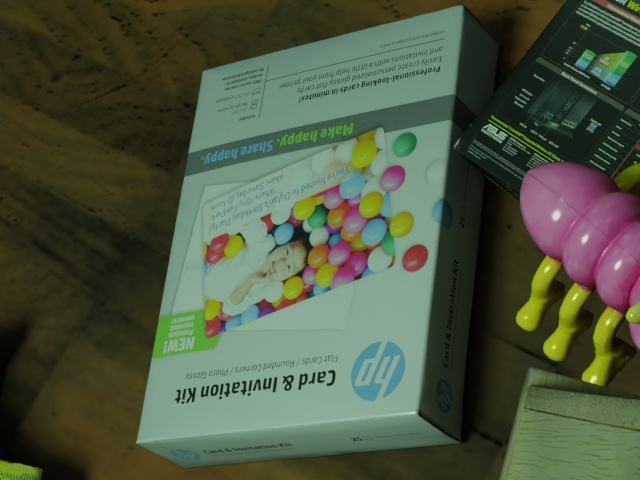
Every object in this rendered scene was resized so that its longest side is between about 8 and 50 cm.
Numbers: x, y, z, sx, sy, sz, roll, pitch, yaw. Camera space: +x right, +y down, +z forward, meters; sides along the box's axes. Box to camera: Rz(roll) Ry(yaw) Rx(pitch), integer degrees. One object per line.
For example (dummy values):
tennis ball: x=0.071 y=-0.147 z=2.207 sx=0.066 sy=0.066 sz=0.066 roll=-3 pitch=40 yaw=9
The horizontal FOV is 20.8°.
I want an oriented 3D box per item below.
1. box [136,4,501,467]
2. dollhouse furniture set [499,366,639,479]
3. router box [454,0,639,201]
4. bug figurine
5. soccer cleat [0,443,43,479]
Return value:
box: x=0.000 y=0.000 z=0.749 sx=0.145 sy=0.038 sz=0.186 roll=-10 pitch=61 yaw=35
dollhouse furniture set: x=0.169 y=0.116 z=0.444 sx=0.242 sy=0.161 sz=0.212 roll=16 pitch=86 yaw=-3
router box: x=0.123 y=-0.040 z=0.674 sx=0.092 sy=0.038 sz=0.122 roll=-53 pitch=46 yaw=2
bug figurine: x=0.178 y=-0.008 z=0.556 sx=0.216 sy=0.072 sz=0.279 roll=37 pitch=91 yaw=32
soccer cleat: x=-0.169 y=0.152 z=0.759 sx=0.121 sy=0.093 sz=0.289 roll=-31 pitch=50 yaw=12
